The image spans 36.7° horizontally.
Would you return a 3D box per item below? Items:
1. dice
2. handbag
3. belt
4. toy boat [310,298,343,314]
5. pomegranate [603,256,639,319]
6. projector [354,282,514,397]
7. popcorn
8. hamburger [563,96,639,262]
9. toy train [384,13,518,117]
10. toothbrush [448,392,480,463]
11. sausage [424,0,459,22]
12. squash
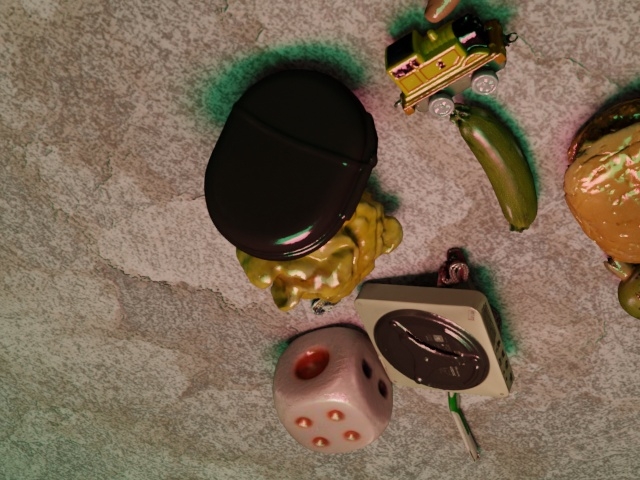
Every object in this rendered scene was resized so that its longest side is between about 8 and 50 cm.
[{"bbox_3d":[0.026,0.302,1.946,0.193,0.194,0.192,-20,126,24],"label":"dice"},{"bbox_3d":[-0.049,-0.118,1.501,0.254,0.308,0.093,24,178,21],"label":"handbag"},{"bbox_3d":[0.280,0.112,1.821,0.071,0.053,0.232,-13,130,26],"label":"belt"},{"bbox_3d":[0.015,0.123,1.886,0.083,0.038,0.038,-32,121,34],"label":"toy boat"},{"bbox_3d":[0.566,0.075,1.711,0.142,0.114,0.114,39,131,5],"label":"pomegranate"},{"bbox_3d":[0.216,0.197,1.842,0.259,0.079,0.257,1,134,32],"label":"projector"},{"bbox_3d":[0.000,0.000,1.645,0.250,0.235,0.242,31,113,-35],"label":"popcorn"},{"bbox_3d":[0.520,-0.092,1.528,0.260,0.144,0.283,-29,117,35],"label":"hamburger"},{"bbox_3d":[0.187,-0.268,1.443,0.219,0.089,0.127,-27,130,29],"label":"toy train"},{"bbox_3d":[0.287,0.342,2.044,0.040,0.042,0.418,-5,131,27],"label":"toothbrush"},{"bbox_3d":[0.207,-0.385,1.364,0.043,0.043,0.186,26,131,-15],"label":"sausage"},{"bbox_3d":[0.302,-0.119,1.587,0.080,0.071,0.318,22,155,48],"label":"squash"}]
